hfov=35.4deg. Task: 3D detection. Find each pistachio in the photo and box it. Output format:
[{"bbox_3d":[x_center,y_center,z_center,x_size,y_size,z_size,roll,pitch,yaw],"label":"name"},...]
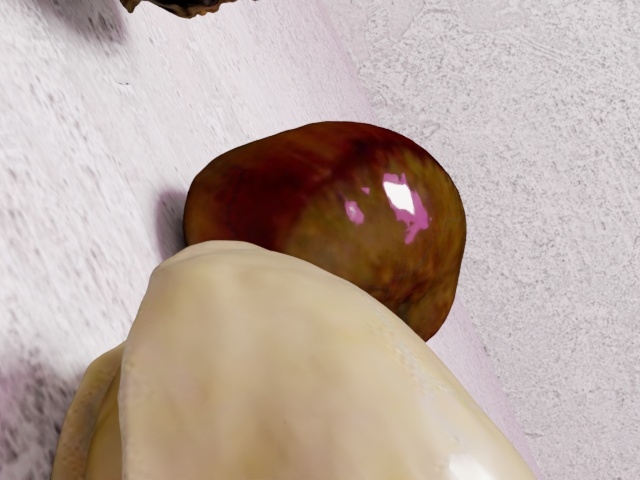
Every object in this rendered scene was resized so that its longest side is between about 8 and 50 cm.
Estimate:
[{"bbox_3d":[-0.002,0.149,0.472,0.238,0.229,0.321,1,50,-48],"label":"pistachio"}]

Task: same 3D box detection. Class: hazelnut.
[{"bbox_3d":[0.000,0.000,0.827,0.251,0.217,0.217,10,53,-47],"label":"hazelnut"}]

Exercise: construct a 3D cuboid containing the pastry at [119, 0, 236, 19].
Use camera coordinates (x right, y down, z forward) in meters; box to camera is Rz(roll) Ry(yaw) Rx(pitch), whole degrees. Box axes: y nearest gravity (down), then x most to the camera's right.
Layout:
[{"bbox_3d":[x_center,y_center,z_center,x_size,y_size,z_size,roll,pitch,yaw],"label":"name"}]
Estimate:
[{"bbox_3d":[-0.126,-0.341,0.720,0.405,0.292,0.338,64,20,-49],"label":"pastry"}]
